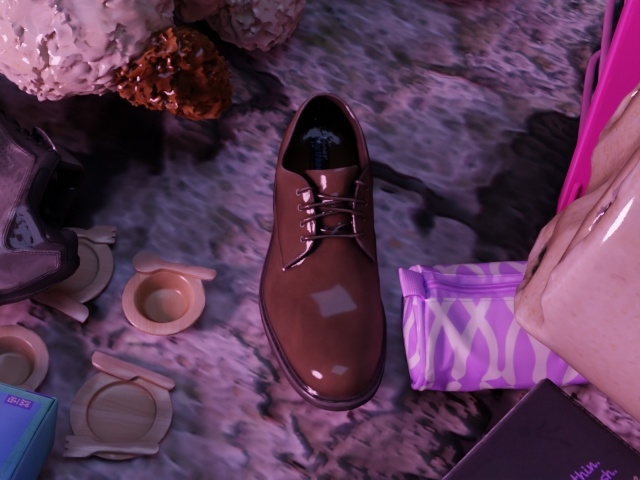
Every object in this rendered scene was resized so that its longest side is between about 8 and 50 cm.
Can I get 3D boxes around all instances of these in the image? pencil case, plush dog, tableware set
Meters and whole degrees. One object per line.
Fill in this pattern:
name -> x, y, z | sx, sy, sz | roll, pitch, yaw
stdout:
pencil case -> 0.151, 0.049, 0.762 | 0.206, 0.088, 0.086 | -6, 54, -6
plush dog -> -0.150, -0.193, 0.835 | 0.263, 0.210, 0.225 | 14, 59, 5
tableware set -> -0.150, 0.061, 0.780 | 0.141, 0.020, 0.168 | 15, 58, 7

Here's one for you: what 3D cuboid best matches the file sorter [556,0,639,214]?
file sorter -> 0.289, -0.150, 0.780 | 0.202, 0.290, 0.182 | 10, 54, 4

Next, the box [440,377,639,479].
box -> 0.155, 0.233, 0.606 | 0.165, 0.143, 0.270 | -39, 67, -24

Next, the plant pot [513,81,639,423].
plant pot -> 0.280, 0.029, 0.600 | 0.305, 0.334, 0.333 | 32, 60, 3

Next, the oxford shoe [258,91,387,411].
oxford shoe -> 0.000, 0.000, 0.783 | 0.083, 0.096, 0.227 | -3, 59, -7

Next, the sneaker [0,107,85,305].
sneaker -> -0.217, -0.049, 0.812 | 0.106, 0.078, 0.234 | -14, 54, -13

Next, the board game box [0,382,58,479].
board game box -> -0.254, 0.149, 0.643 | 0.160, 0.047, 0.210 | 16, 39, 3
